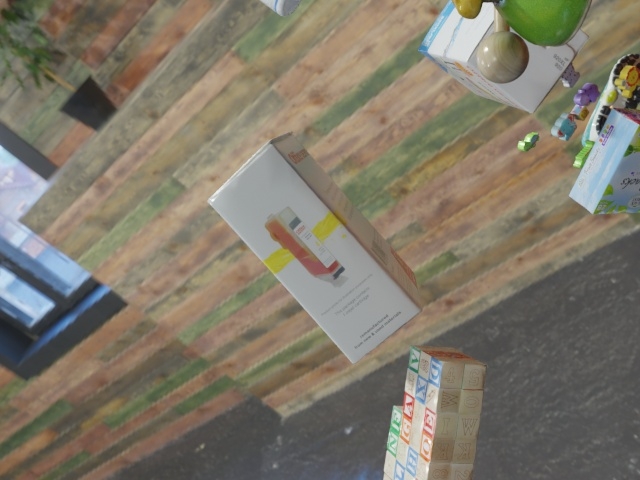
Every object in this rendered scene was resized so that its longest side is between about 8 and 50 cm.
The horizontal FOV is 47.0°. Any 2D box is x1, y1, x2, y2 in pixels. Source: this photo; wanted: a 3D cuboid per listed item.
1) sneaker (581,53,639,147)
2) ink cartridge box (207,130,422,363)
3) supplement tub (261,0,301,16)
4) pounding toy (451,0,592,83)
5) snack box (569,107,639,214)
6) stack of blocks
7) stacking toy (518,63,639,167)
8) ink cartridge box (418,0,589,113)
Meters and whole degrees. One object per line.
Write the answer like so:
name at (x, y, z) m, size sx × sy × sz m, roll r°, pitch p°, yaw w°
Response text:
sneaker at (0.708, -0.336, 1.774) m, size 0.275 × 0.107 × 0.110 m, roll -55°, pitch 1°, yaw -14°
ink cartridge box at (0.000, 0.000, 1.361) m, size 0.160 × 0.384 × 0.279 m, roll -40°, pitch 5°, yaw 11°
supplement tub at (-0.094, -0.498, 1.451) m, size 0.071 × 0.107 × 0.071 m, roll -45°, pitch -16°, yaw -17°
pounding toy at (0.157, -0.256, 0.668) m, size 0.237 × 0.110 × 0.183 m, roll 103°, pitch 163°, yaw -80°
snack box at (0.558, -0.136, 1.282) m, size 0.070 × 0.207 × 0.174 m, roll 53°, pitch 135°, yaw 45°
stack of blocks at (0.196, 0.340, 1.297) m, size 0.171 × 0.087 × 0.297 m, roll -161°, pitch 78°, yaw -72°
stacking toy at (0.506, -0.257, 1.462) m, size 0.221 × 0.052 × 0.167 m, roll -57°, pitch 34°, yaw -3°
ink cartridge box at (0.327, -0.362, 1.349) m, size 0.168 × 0.171 × 0.232 m, roll -56°, pitch 22°, yaw 8°
